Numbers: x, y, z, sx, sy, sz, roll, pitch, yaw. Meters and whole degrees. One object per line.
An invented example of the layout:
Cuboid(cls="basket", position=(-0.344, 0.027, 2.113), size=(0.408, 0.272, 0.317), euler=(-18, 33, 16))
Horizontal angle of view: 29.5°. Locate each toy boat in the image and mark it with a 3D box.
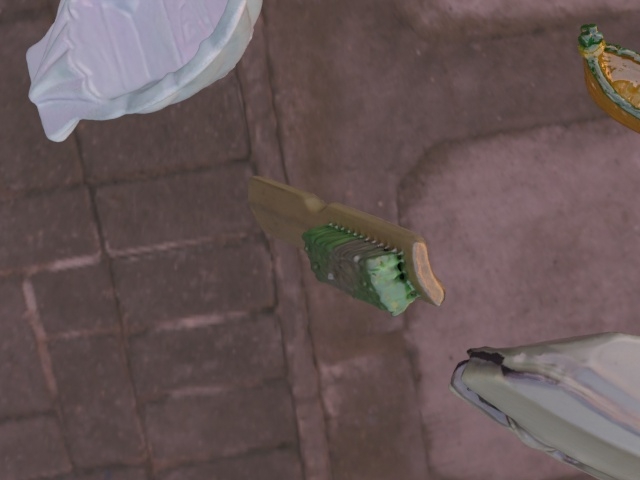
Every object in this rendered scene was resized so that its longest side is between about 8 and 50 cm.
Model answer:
Cuboid(cls="toy boat", position=(0.382, -0.165, 1.354), size=(0.230, 0.089, 0.088), euler=(31, 151, 12))
Cuboid(cls="toy boat", position=(-0.142, -0.197, 1.088), size=(0.290, 0.199, 0.100), euler=(-30, 152, 26))

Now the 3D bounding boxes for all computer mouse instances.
Cuboid(cls="computer mouse", position=(0.347, 0.196, 1.257), size=(0.429, 0.228, 0.145), euler=(10, 74, -4))

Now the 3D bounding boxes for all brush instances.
Cuboid(cls="brush", position=(0.000, 0.000, 0.894), size=(0.048, 0.282, 0.054), euler=(-24, 111, -19))
